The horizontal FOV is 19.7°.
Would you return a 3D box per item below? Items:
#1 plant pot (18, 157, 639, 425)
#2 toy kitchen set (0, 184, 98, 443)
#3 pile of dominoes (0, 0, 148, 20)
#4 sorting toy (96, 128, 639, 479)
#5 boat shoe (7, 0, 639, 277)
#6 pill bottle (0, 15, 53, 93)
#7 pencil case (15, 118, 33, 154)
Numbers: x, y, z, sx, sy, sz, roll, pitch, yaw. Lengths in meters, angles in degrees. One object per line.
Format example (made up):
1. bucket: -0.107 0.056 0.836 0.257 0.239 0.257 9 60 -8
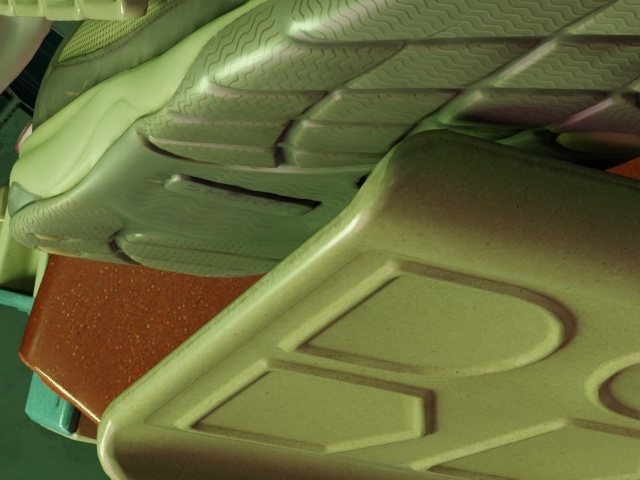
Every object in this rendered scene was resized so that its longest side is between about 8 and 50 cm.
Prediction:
1. plant pot: 0.028 0.036 0.840 0.267 0.236 0.267 35 173 27
2. toy kitchen set: -0.198 0.023 0.974 0.166 0.122 0.207 14 177 -30
3. pile of dominoes: -0.094 -0.174 0.620 0.251 0.040 0.196 -160 59 -68
4. sorting toy: 0.104 0.050 0.623 0.307 0.041 0.229 13 149 -24
5. boat shoe: -0.001 -0.080 0.561 0.132 0.130 0.355 11 164 -32
6. pill bottle: -0.332 -0.220 1.102 0.392 0.224 0.224 31 170 47
7. pencil case: 0.000 0.000 1.108 0.386 0.160 0.167 39 156 -9
